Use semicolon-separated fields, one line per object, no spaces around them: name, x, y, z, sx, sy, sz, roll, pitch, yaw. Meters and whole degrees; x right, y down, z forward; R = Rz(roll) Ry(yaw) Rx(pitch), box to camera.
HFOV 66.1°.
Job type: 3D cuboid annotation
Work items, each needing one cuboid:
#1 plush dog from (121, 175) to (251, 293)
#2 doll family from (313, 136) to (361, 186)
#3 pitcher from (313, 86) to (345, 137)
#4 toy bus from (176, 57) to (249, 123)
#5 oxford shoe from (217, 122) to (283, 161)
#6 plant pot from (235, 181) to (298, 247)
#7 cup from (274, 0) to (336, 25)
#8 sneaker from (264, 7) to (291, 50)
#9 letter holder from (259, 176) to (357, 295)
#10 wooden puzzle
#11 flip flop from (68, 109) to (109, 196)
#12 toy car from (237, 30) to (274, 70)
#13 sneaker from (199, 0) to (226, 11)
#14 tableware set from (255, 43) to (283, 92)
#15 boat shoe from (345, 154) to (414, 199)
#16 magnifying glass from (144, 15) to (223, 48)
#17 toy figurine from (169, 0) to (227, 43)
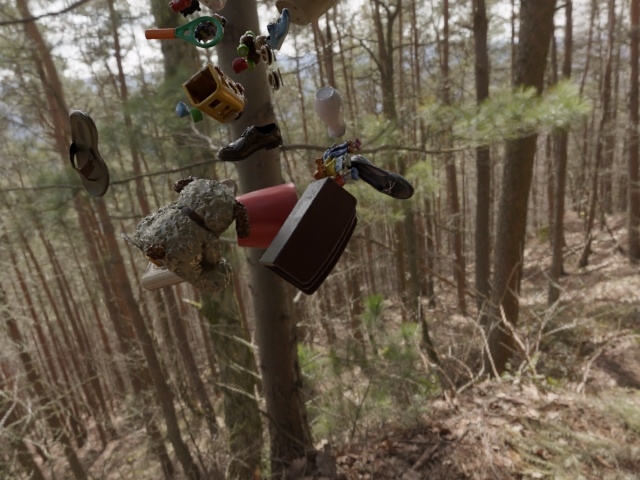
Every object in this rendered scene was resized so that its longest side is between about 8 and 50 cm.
plush dog;-0.284;-0.038;1.096;0.262;0.225;0.210;33;-11;10
doll family;0.048;-0.296;1.816;0.163;0.118;0.263;-23;41;33
pitcher;0.050;-0.578;2.134;0.125;0.207;0.178;-6;56;17
toy bus;-0.247;-0.351;1.243;0.202;0.104;0.191;-18;-20;-27
oxford shoe;-0.237;-0.330;1.609;0.227;0.096;0.083;-27;52;-16
plant pot;-0.213;-0.085;1.928;0.243;0.275;0.275;-6;20;-10
cup;-0.075;-1.106;2.178;0.331;0.237;0.331;25;-5;2
sneaker;-0.148;-0.723;1.681;0.073;0.162;0.063;17;57;-16
letter holder;0.000;0.000;1.468;0.302;0.214;0.152;-58;18;-13
wooden puzzle;-0.435;-0.029;1.575;0.322;0.080;0.348;-15;50;33
flip flop;-0.727;-0.258;1.510;0.112;0.277;0.080;15;35;14
toy car;-0.277;-0.917;2.342;0.188;0.149;0.155;-4;49;19
sneaker;-0.399;-0.885;1.717;0.114;0.152;0.305;-38;15;19
tableware set;-0.222;-0.733;2.094;0.039;0.194;0.128;-20;11;-24
boat shoe;0.258;-0.273;2.199;0.335;0.112;0.095;33;33;17
magnifying glass;-0.397;-0.604;1.429;0.231;0.092;0.026;0;-6;7
toy figurine;-0.484;-0.923;1.996;0.148;0.209;0.213;-36;14;10
